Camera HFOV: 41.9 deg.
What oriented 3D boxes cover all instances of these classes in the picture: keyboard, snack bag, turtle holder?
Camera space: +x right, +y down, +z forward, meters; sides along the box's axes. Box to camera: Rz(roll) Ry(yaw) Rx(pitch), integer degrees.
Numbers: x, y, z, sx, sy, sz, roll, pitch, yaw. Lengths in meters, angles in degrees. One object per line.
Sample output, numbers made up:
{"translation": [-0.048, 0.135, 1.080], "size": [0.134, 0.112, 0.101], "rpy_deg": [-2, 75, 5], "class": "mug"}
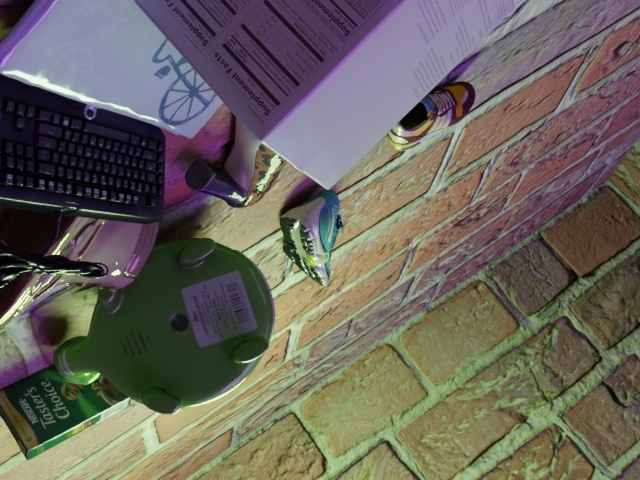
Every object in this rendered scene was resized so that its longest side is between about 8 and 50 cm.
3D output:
{"translation": [-0.258, -0.048, 0.852], "size": [0.317, 0.033, 0.202], "rpy_deg": [7, 89, -64], "class": "keyboard"}
{"translation": [-0.129, -0.245, 0.826], "size": [0.323, 0.037, 0.342], "rpy_deg": [-46, 161, 15], "class": "snack bag"}
{"translation": [-0.216, 0.142, 1.232], "size": [0.320, 0.243, 0.227], "rpy_deg": [-48, 179, -2], "class": "turtle holder"}

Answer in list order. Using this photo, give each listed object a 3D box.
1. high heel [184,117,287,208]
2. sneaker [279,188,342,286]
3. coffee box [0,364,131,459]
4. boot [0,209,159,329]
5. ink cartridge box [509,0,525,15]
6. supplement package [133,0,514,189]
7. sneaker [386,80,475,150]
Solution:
{"translation": [-0.050, -0.144, 1.133], "size": [0.261, 0.093, 0.186], "rpy_deg": [-38, 166, 11], "class": "high heel"}
{"translation": [0.000, 0.000, 1.536], "size": [0.110, 0.107, 0.275], "rpy_deg": [-44, 163, -18], "class": "sneaker"}
{"translation": [-0.403, 0.251, 1.314], "size": [0.184, 0.113, 0.040], "rpy_deg": [-24, 157, -35], "class": "coffee box"}
{"translation": [-0.323, 0.040, 1.008], "size": [0.262, 0.095, 0.203], "rpy_deg": [-50, 161, 0], "class": "boot"}
{"translation": [0.143, -0.370, 0.805], "size": [0.114, 0.198, 0.273], "rpy_deg": [-41, 161, 8], "class": "ink cartridge box"}
{"translation": [0.012, -0.223, 0.784], "size": [0.262, 0.198, 0.199], "rpy_deg": [-44, 162, 7], "class": "supplement package"}
{"translation": [0.198, -0.225, 1.439], "size": [0.185, 0.070, 0.084], "rpy_deg": [-37, 166, -13], "class": "sneaker"}
